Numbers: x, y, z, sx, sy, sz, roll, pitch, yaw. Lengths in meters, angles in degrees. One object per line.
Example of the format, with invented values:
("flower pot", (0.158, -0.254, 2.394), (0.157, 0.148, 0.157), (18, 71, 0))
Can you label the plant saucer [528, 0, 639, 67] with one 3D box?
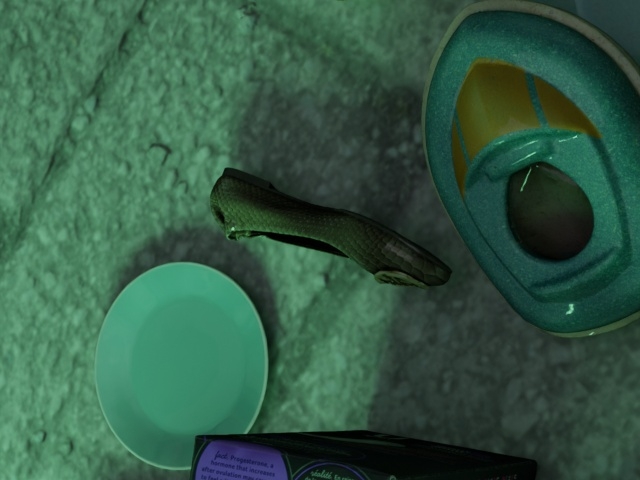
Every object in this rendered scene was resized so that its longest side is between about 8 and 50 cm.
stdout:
("plant saucer", (0.252, -0.203, 1.134), (0.195, 0.037, 0.195), (-4, 82, 28))

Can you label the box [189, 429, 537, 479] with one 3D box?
("box", (0.033, 0.223, 1.075), (0.165, 0.270, 0.143), (7, 88, 29))

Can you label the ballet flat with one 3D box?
("ballet flat", (0.000, 0.000, 1.222), (0.250, 0.084, 0.058), (22, 80, 33))

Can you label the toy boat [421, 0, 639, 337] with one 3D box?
("toy boat", (0.210, -0.085, 1.046), (0.318, 0.148, 0.267), (-33, 84, 32))

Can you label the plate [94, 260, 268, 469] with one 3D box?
("plate", (-0.123, 0.112, 1.313), (0.188, 0.024, 0.188), (-3, 84, 27))
